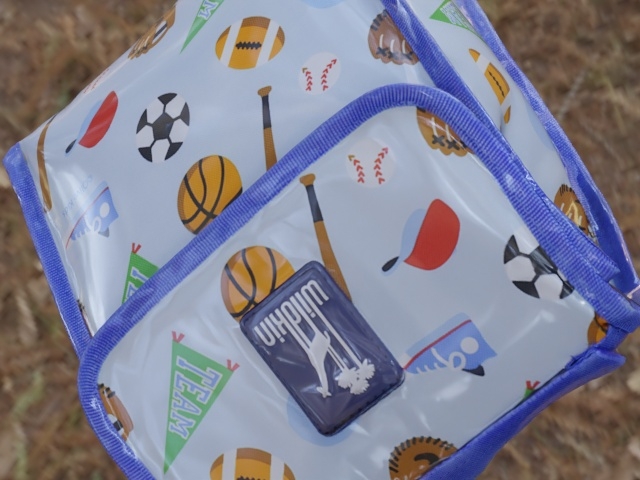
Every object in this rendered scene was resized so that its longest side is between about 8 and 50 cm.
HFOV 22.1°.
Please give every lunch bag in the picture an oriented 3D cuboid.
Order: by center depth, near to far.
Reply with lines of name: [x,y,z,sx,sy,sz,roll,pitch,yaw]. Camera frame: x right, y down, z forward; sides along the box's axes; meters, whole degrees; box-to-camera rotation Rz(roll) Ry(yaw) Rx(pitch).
lunch bag: [0.000,0.000,1.064,0.328,0.239,0.385,-40,52,20]
